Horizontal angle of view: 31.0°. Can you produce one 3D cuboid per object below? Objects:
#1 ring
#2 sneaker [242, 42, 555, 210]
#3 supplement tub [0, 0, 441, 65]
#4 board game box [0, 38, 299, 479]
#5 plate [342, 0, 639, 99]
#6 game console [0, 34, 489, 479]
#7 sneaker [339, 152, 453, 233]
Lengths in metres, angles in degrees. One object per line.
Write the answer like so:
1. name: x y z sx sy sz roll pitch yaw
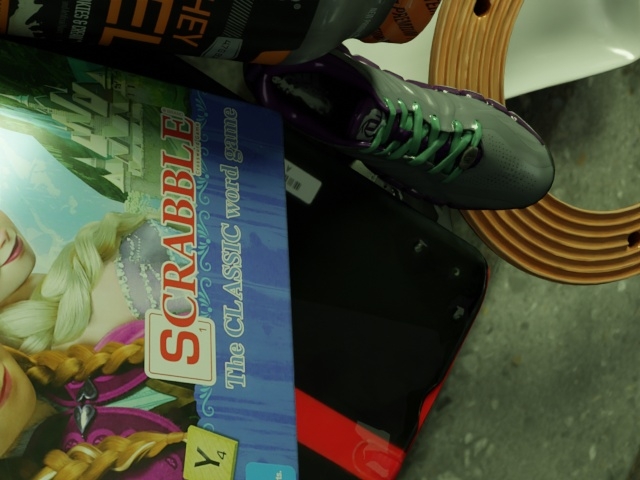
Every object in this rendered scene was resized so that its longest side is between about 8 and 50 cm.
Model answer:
1. ring: 0.221 -0.130 0.867 0.336 0.032 0.336 -8 108 -26
2. sneaker: 0.051 -0.065 0.746 0.224 0.098 0.083 22 109 -6
3. supplement tub: -0.092 -0.200 0.627 0.316 0.193 0.193 3 102 -16
4. board game box: -0.163 0.050 0.554 0.318 0.066 0.318 11 61 -29
5. plate: 0.100 -0.232 0.822 0.277 0.045 0.278 -19 111 -20
6. game console: -0.117 0.064 0.710 0.386 0.060 0.342 32 73 -13
7. sneaker: 0.000 0.000 0.821 0.229 0.086 0.132 -6 98 -31
